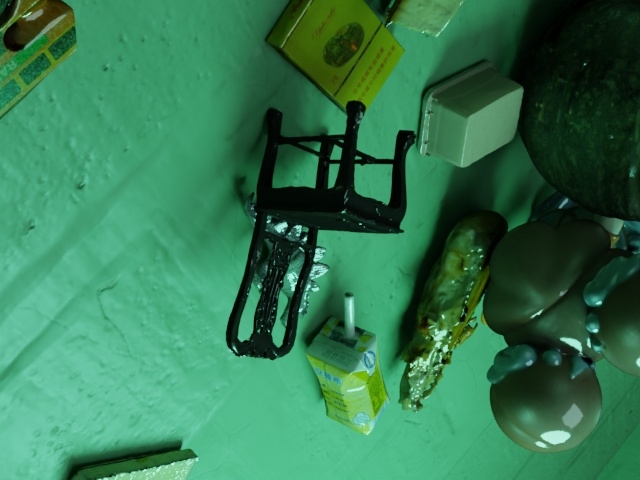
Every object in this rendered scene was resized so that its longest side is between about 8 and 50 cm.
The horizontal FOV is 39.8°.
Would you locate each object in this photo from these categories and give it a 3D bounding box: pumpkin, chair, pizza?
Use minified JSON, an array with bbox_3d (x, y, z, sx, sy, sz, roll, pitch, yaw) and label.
[{"bbox_3d":[0.403,-0.184,1.053,0.328,0.292,0.257,-43,136,-34],"label":"pumpkin"},{"bbox_3d":[0.000,0.000,0.798,0.106,0.113,0.229,16,80,-53],"label":"chair"},{"bbox_3d":[0.170,0.091,1.172,0.189,0.071,0.296,-34,143,-60],"label":"pizza"}]

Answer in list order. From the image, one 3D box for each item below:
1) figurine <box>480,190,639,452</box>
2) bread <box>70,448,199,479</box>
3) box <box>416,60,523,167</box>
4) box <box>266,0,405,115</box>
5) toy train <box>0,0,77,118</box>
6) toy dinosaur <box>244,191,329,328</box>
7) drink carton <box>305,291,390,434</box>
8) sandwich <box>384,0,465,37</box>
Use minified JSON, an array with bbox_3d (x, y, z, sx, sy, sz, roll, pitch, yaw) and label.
[{"bbox_3d":[0.325,0.072,1.119,0.276,0.248,0.388,-48,168,24],"label":"figurine"},{"bbox_3d":[-0.192,0.250,0.895,0.154,0.028,0.068,4,115,-53],"label":"bread"},{"bbox_3d":[0.171,-0.139,0.994,0.122,0.062,0.089,-29,138,-33],"label":"box"},{"bbox_3d":[0.018,-0.178,0.809,0.086,0.023,0.155,-54,146,2],"label":"box"},{"bbox_3d":[-0.233,-0.107,0.514,0.188,0.072,0.099,-47,151,-15],"label":"toy train"},{"bbox_3d":[-0.039,0.013,0.879,0.082,0.039,0.209,-45,143,-16],"label":"toy dinosaur"},{"bbox_3d":[0.032,0.147,1.042,0.074,0.084,0.200,-50,146,-27],"label":"drink carton"},{"bbox_3d":[0.120,-0.259,0.806,0.162,0.058,0.193,-52,-172,37],"label":"sandwich"}]
